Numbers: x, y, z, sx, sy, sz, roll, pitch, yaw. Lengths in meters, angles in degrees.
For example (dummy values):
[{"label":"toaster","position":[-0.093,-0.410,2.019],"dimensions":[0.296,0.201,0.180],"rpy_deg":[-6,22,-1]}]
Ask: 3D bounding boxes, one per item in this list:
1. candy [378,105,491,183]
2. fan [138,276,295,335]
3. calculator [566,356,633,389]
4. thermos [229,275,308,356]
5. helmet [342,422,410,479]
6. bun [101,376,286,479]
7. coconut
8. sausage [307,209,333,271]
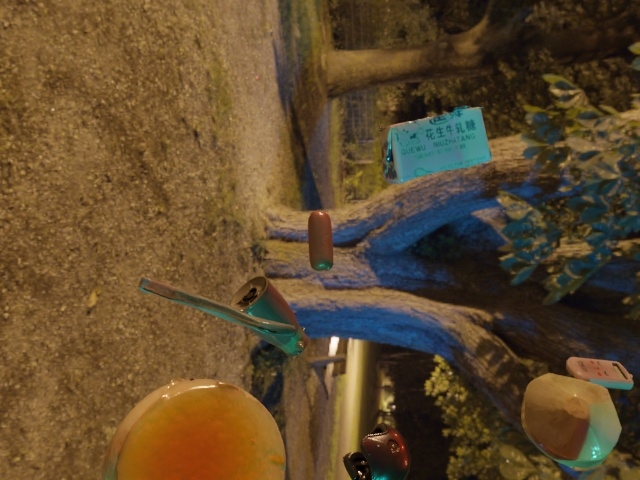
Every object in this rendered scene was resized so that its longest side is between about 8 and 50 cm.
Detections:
[{"label":"candy","position":[0.172,-0.146,0.784],"dimensions":[0.073,0.160,0.092],"rpy_deg":[-160,-124,-77]},{"label":"fan","position":[-0.145,0.076,0.624],"dimensions":[0.057,0.282,0.023],"rpy_deg":[16,84,-52]},{"label":"calculator","position":[0.765,0.363,1.404],"dimensions":[0.100,0.175,0.032],"rpy_deg":[-81,176,-64]},{"label":"thermos","position":[-0.149,0.246,1.596],"dimensions":[0.265,0.146,0.176],"rpy_deg":[52,-13,-29]},{"label":"helmet","position":[0.185,0.688,1.613],"dimensions":[0.189,0.193,0.216],"rpy_deg":[115,-1,-45]},{"label":"bun","position":[-0.212,0.385,0.864],"dimensions":[0.165,0.299,0.298],"rpy_deg":[132,-32,-52]},{"label":"coconut","position":[0.608,0.438,1.256],"dimensions":[0.197,0.237,0.237],"rpy_deg":[-59,162,-17]},{"label":"sausage","position":[0.000,0.000,1.295],"dimensions":[0.062,0.062,0.154],"rpy_deg":[64,22,-73]}]
